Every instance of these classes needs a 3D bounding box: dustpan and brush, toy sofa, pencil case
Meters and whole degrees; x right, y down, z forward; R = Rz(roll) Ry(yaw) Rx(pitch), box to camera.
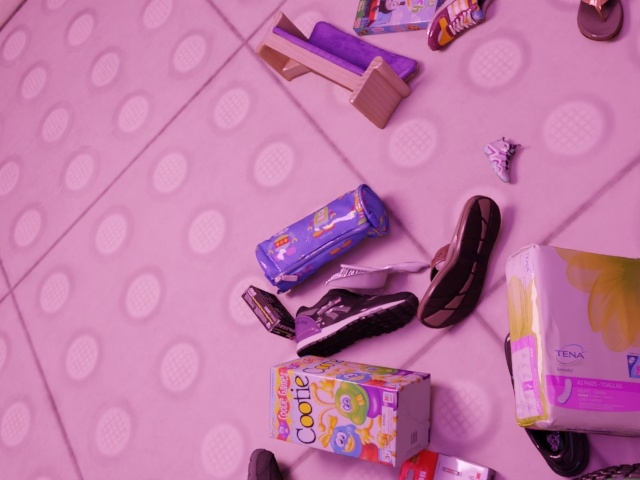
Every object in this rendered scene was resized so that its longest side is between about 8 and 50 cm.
[{"bbox_3d":[0.114,0.067,1.511,0.211,0.147,0.060,4,92,5],"label":"dustpan and brush"},{"bbox_3d":[0.036,-0.420,1.705,0.362,0.150,0.177,36,94,36],"label":"toy sofa"},{"bbox_3d":[0.000,0.000,1.585,0.306,0.119,0.133,-30,30,20],"label":"pencil case"}]

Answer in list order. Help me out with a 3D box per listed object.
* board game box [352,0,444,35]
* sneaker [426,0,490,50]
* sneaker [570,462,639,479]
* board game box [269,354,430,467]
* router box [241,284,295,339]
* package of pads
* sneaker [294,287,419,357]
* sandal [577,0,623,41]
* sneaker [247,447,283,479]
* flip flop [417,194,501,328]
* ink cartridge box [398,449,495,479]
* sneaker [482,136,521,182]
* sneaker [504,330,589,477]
[{"bbox_3d":[0.190,-0.567,1.732,0.212,0.039,0.160,5,75,32],"label":"board game box"},{"bbox_3d":[0.308,-0.490,1.611,0.084,0.070,0.185,38,95,41],"label":"sneaker"},{"bbox_3d":[0.421,0.454,1.168,0.344,0.134,0.146,-34,67,25],"label":"sneaker"},{"bbox_3d":[0.054,0.314,1.401,0.275,0.144,0.142,3,94,33],"label":"board game box"},{"bbox_3d":[-0.107,0.158,1.612,0.038,0.092,0.122,-48,54,7],"label":"router box"},{"bbox_3d":[0.420,0.162,1.202,0.101,0.229,0.296,135,141,-63],"label":"package of pads"},{"bbox_3d":[0.061,0.138,1.511,0.283,0.107,0.124,-24,56,23],"label":"sneaker"},{"bbox_3d":[0.559,-0.497,1.463,0.090,0.060,0.219,7,76,34],"label":"sandal"},{"bbox_3d":[-0.052,0.560,1.434,0.140,0.125,0.340,-18,57,-5],"label":"sneaker"},{"bbox_3d":[0.262,0.041,1.429,0.080,0.112,0.277,12,81,61],"label":"flip flop"},{"bbox_3d":[0.213,0.458,1.332,0.179,0.045,0.145,8,76,31],"label":"ink cartridge box"},{"bbox_3d":[0.372,-0.167,1.469,0.069,0.038,0.098,-32,59,19],"label":"sneaker"},{"bbox_3d":[0.382,0.265,1.262,0.101,0.106,0.267,-31,57,22],"label":"sneaker"}]
